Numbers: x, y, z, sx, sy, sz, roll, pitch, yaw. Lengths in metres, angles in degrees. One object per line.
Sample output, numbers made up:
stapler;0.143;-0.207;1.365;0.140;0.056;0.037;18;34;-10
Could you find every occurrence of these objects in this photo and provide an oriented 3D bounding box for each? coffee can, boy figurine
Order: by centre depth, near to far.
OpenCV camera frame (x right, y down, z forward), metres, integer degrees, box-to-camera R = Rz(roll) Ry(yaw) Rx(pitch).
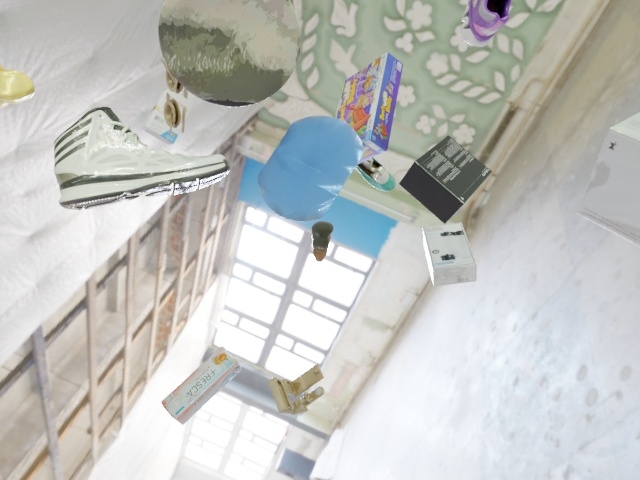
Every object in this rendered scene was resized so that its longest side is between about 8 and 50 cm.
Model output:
coffee can;-0.148;-0.371;0.786;0.275;0.201;0.201;-103;28;-47
boy figurine;-0.812;-0.414;1.200;0.092;0.285;0.177;-32;-43;-40

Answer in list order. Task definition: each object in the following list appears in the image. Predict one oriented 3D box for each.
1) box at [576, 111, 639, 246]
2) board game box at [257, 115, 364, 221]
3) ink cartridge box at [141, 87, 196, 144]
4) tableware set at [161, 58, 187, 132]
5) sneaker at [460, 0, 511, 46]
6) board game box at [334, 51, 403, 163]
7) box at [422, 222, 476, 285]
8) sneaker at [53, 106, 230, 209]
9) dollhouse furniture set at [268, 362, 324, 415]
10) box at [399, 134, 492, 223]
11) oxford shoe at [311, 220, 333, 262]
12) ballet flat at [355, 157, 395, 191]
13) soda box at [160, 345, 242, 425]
box;0.573;-0.095;0.823;0.119;0.181;0.182;-26;-44;-24
board game box;-0.013;-0.105;0.728;0.169;0.133;0.033;-57;-26;-4
ink cartridge box;-0.509;-0.429;1.636;0.061;0.104;0.181;8;71;54
tableware set;-0.437;-0.422;1.416;0.039;0.128;0.194;-14;-48;-39
sneaker;0.360;-0.543;1.023;0.104;0.095;0.236;-174;82;-74
board game box;0.145;-0.427;1.633;0.233;0.078;0.347;-17;54;51
box;0.510;0.049;1.940;0.290;0.169;0.087;-84;-16;-55
sneaker;-0.480;-0.247;1.297;0.169;0.447;0.258;163;94;-72
dollhouse furniture set;-0.066;0.468;1.548;0.123;0.144;0.151;-37;-40;10
box;0.382;-0.190;1.463;0.261;0.184;0.103;-38;-15;-45
oxford shoe;0.000;0.000;1.683;0.212;0.076;0.076;-75;-7;-57
ballet flat;0.185;-0.267;1.785;0.083;0.247;0.087;-54;10;-10
soda box;-0.271;0.333;1.116;0.183;0.058;0.063;-41;-27;-21
